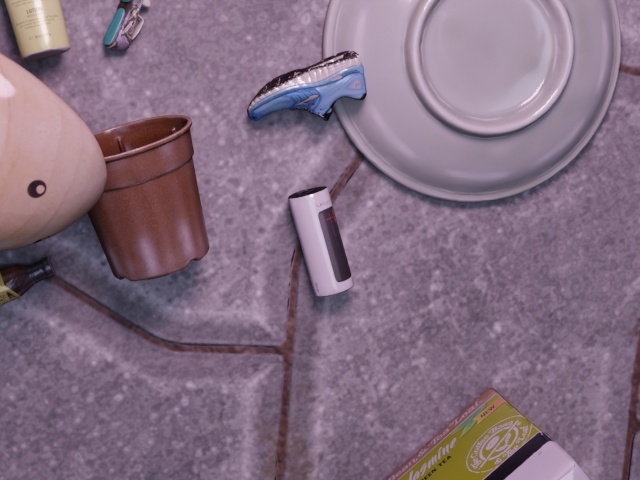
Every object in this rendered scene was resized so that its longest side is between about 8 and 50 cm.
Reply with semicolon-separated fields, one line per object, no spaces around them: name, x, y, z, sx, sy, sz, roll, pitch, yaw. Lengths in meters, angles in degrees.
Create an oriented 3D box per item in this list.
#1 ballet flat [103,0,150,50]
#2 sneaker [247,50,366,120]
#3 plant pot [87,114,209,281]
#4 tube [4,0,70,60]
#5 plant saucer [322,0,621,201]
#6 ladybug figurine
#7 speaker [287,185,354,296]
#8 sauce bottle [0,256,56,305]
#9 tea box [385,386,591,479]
ballet flat;-0.232;-0.287;1.599;0.041;0.041;0.114;21;95;-12
sneaker;-0.016;-0.176;1.618;0.162;0.063;0.073;-17;109;19
plant pot;-0.214;-0.049;1.579;0.167;0.167;0.165;-18;109;-7
tube;-0.360;-0.339;1.555;0.070;0.062;0.240;-16;93;-50
plant saucer;0.206;-0.242;1.646;0.400;0.100;0.401;-2;99;-10
ladybug figurine;-0.461;-0.114;1.434;0.449;0.305;0.162;19;56;10
speaker;0.000;0.000;1.670;0.055;0.055;0.136;-16;100;-7
sauce bottle;-0.394;0.057;1.616;0.128;0.042;0.042;-24;102;-4
tea box;0.205;0.405;1.628;0.329;0.323;0.220;-41;104;-3
